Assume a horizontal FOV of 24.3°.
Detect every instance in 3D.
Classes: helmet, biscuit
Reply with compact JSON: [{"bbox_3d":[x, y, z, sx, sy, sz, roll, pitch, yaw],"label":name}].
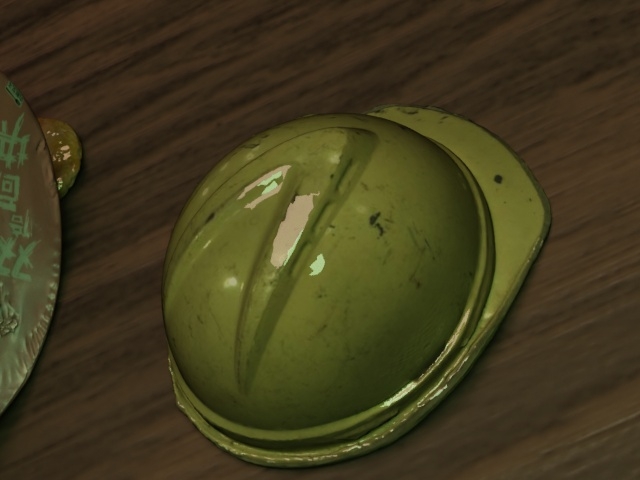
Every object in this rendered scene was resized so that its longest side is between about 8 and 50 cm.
[{"bbox_3d":[0.002,-0.005,0.846,0.204,0.137,0.257,33,77,29],"label":"helmet"},{"bbox_3d":[-0.228,-0.054,1.015,0.147,0.018,0.071,4,63,19],"label":"biscuit"}]

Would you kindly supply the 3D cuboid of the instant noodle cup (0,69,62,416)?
[{"bbox_3d":[-0.318,-0.001,0.899,0.231,0.243,0.243,4,64,26],"label":"instant noodle cup"}]
